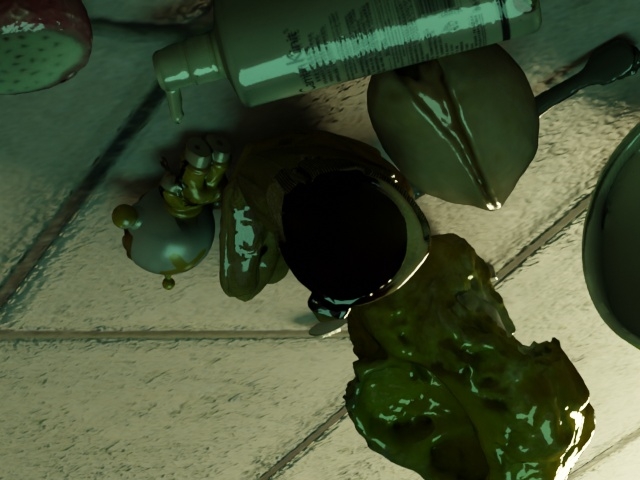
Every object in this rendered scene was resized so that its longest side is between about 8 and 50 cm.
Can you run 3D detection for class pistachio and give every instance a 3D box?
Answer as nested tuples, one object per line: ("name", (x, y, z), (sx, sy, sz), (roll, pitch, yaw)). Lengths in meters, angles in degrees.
("pistachio", (0.099, -0.093, 1.409), (0.124, 0.124, 0.185), (-22, 154, 17))

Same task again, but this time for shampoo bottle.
("shampoo bottle", (0.014, -0.150, 1.289), (0.263, 0.085, 0.085), (-15, 156, 4))

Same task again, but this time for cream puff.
("cream puff", (0.116, 0.129, 1.728), (0.185, 0.282, 0.282), (-36, 156, -6))

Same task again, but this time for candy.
("candy", (-0.202, -0.134, 1.257), (0.103, 0.043, 0.103), (-13, 157, -6))

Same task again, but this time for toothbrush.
("toothbrush", (0.140, -0.085, 1.562), (0.297, 0.030, 0.031), (-31, 161, 32))
("toothbrush", (0.080, 0.062, 1.863), (0.194, 0.014, 0.017), (-20, 155, 13))

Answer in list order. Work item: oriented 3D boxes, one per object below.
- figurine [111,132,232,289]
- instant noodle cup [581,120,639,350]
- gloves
("figurine", (-0.107, -0.027, 1.519), (0.143, 0.068, 0.101), (-46, 151, 23))
("instant noodle cup", (0.379, 0.016, 1.616), (0.222, 0.311, 0.311), (21, 139, -37))
("gloves", (0.001, -0.016, 1.481), (0.154, 0.141, 0.331), (-4, -178, -8))
